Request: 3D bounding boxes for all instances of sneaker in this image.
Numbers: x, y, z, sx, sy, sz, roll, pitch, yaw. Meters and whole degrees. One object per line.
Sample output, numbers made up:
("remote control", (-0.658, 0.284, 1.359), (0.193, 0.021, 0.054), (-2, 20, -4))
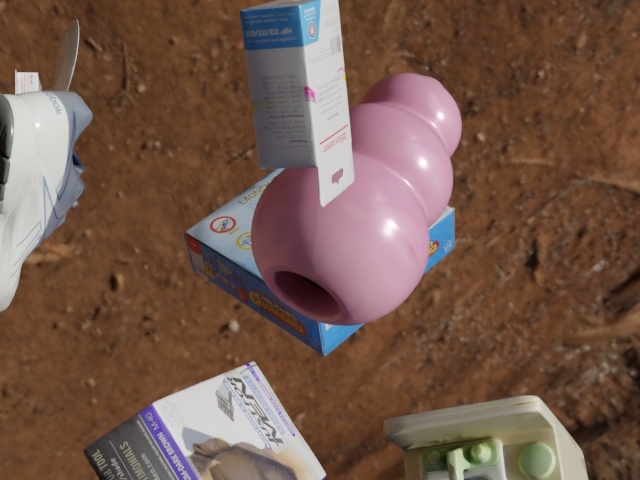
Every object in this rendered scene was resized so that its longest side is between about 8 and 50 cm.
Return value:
("sneaker", (-0.308, -0.032, 1.046), (0.129, 0.111, 0.297), (-20, 150, -43))

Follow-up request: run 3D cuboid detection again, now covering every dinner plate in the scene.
("dinner plate", (-0.431, -0.303, 1.693), (0.017, 0.141, 0.141), (12, 131, -26))

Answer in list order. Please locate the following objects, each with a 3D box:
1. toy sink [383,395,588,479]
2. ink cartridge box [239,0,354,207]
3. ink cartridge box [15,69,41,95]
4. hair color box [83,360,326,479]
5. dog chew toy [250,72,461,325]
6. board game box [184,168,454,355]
("toy sink", (0.172, 0.253, 0.982), (0.152, 0.131, 0.234), (-13, 152, 18))
("ink cartridge box", (-0.018, -0.129, 0.935), (0.104, 0.061, 0.181), (-42, 129, -63))
("ink cartridge box", (-0.386, -0.193, 1.335), (0.028, 0.048, 0.083), (-1, 174, -11))
("hair color box", (-0.120, 0.264, 1.192), (0.110, 0.185, 0.339), (-35, 173, 14))
("dog chew toy", (0.060, -0.065, 1.191), (0.332, 0.206, 0.206), (-59, 162, -26))
("board game box", (0.000, 0.000, 1.596), (0.308, 0.302, 0.086), (-36, 138, -29))
